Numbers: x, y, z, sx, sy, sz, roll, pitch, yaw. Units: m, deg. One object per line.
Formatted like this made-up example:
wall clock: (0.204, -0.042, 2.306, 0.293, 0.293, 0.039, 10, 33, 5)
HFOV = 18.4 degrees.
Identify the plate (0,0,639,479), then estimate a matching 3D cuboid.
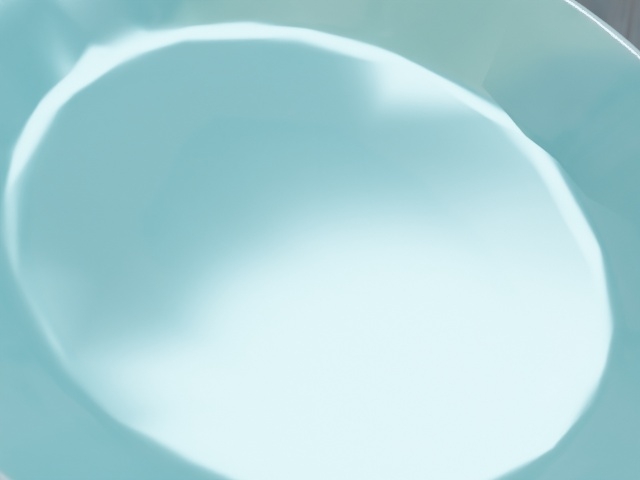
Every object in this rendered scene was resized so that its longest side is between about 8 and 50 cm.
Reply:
plate: (0.000, 0.000, 0.394, 0.188, 0.024, 0.188, 9, 48, -10)
